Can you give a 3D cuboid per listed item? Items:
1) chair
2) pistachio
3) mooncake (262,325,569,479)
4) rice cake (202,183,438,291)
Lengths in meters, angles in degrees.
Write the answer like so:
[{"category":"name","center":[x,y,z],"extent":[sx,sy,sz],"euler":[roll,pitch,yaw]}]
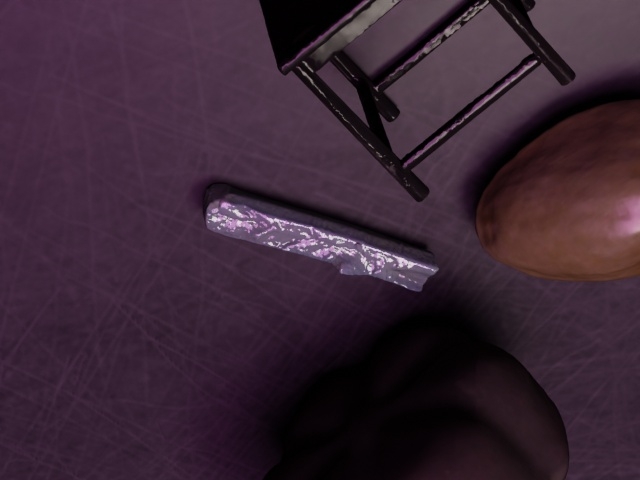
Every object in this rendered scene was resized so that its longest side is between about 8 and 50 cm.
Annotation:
[{"category":"chair","center":[0.026,-0.178,1.232],"extent":[0.154,0.141,0.260],"euler":[-39,120,14]},{"category":"pistachio","center":[0.200,-0.029,1.357],"extent":[0.185,0.108,0.126],"euler":[-24,97,15]},{"category":"mooncake","center":[0.064,0.178,1.387],"extent":[0.245,0.245,0.133],"euler":[-35,114,12]},{"category":"rice cake","center":[0.000,0.000,1.381],"extent":[0.180,0.042,0.030],"euler":[17,119,-15]}]
